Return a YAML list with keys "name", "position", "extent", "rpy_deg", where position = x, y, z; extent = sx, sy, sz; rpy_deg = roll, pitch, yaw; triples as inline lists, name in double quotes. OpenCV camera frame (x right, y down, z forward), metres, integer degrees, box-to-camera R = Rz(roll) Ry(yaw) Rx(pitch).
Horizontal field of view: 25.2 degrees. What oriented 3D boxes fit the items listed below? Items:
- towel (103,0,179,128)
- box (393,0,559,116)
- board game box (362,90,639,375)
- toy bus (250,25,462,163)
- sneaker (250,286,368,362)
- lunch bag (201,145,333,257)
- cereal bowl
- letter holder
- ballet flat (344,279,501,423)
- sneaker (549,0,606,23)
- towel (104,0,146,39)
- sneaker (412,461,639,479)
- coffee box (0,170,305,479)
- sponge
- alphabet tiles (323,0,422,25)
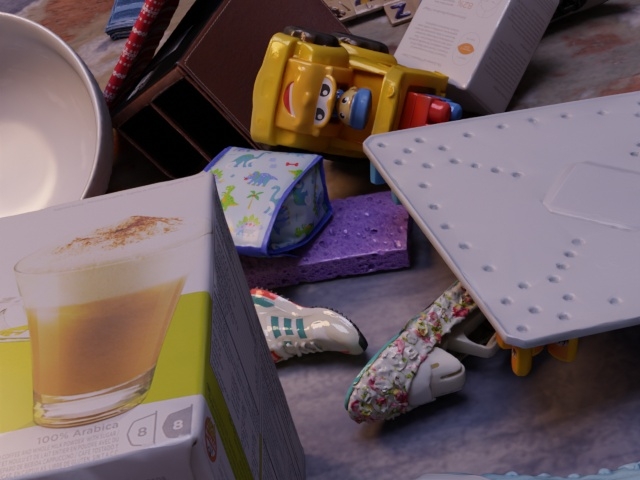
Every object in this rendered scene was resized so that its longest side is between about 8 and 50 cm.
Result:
- name: "towel"
  position: [-0.226, -0.248, 1.826]
  extent: [0.031, 0.275, 0.199]
  rpy_deg: [27, 19, -4]
- name: "box"
  position: [0.188, -0.252, 1.747]
  extent: [0.130, 0.091, 0.170]
  rpy_deg: [23, 84, 41]
- name: "board game box"
  position: [0.286, -0.026, 1.430]
  extent: [0.390, 0.050, 0.390]
  rpy_deg: [-10, 33, -15]
- name: "toy bus"
  position: [0.058, -0.148, 1.627]
  extent: [0.211, 0.149, 0.220]
  rpy_deg: [21, 12, 31]
- name: "sneaker"
  position: [-0.026, 0.104, 1.463]
  extent: [0.161, 0.057, 0.075]
  rpy_deg: [17, 64, 36]
- name: "lunch bag"
  position: [-0.077, -0.030, 1.561]
  extent: [0.129, 0.096, 0.151]
  rpy_deg: [5, 32, 28]
- name: "cereal bowl"
  position: [-0.404, -0.101, 1.734]
  extent: [0.339, 0.141, 0.339]
  rpy_deg: [-2, 77, 10]
- name: "letter holder"
  position: [-0.093, -0.198, 1.827]
  extent: [0.152, 0.214, 0.302]
  rpy_deg: [-31, 22, 40]
- name: "ballet flat"
  position: [0.124, 0.099, 1.373]
  extent: [0.077, 0.091, 0.241]
  rpy_deg: [29, 57, 31]
- name: "sneaker"
  position: [0.274, -0.305, 1.854]
  extent: [0.271, 0.100, 0.108]
  rpy_deg: [-15, 45, 14]
- name: "towel"
  position: [-0.288, -0.350, 2.187]
  extent: [0.067, 0.029, 0.119]
  rpy_deg: [-8, 36, 10]
- name: "sneaker"
  position: [0.244, 0.232, 1.123]
  extent: [0.366, 0.135, 0.150]
  rpy_deg: [11, 36, 21]
- name: "coffee box"
  position: [-0.207, 0.196, 1.157]
  extent: [0.337, 0.338, 0.334]
  rpy_deg: [-12, 36, 6]
- name: "sponge"
  position: [0.000, 0.000, 1.599]
  extent: [0.210, 0.031, 0.117]
  rpy_deg: [-9, 36, 11]
- name: "alphabet tiles"
  position: [0.109, -0.381, 2.042]
  extent: [0.237, 0.009, 0.198]
  rpy_deg: [-19, 51, -3]
